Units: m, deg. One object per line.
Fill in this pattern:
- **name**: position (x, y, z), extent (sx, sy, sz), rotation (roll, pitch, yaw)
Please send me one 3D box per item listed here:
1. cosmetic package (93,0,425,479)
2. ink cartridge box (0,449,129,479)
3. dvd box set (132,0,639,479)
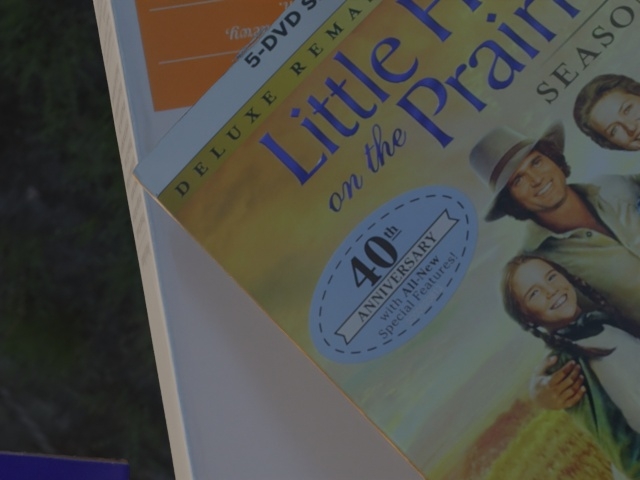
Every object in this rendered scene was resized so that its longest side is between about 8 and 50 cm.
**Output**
- **cosmetic package**: position (0.000, 0.000, 1.082), extent (0.230, 0.453, 0.161), rotation (-10, 175, -9)
- **ink cartridge box**: position (-0.086, 0.171, 0.546), extent (0.045, 0.208, 0.206), rotation (-1, 172, 14)
- **dvd box set**: position (0.154, -0.001, 0.757), extent (0.420, 0.307, 0.062), rotation (45, 180, 26)
